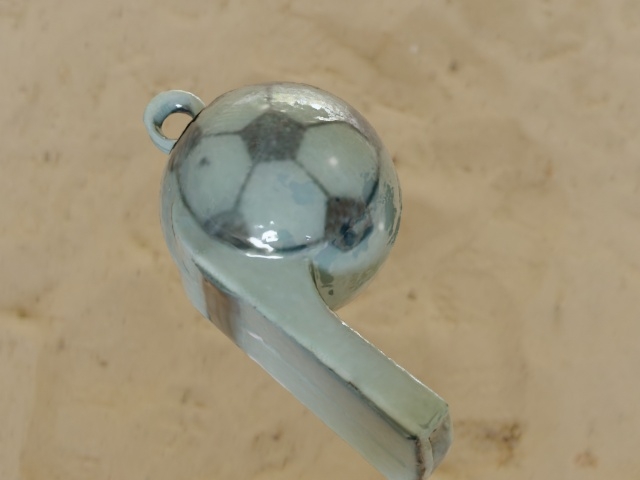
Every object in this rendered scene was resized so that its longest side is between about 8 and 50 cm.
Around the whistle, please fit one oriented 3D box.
[{"bbox_3d":[0.000,0.000,1.103,0.289,0.163,0.163,39,57,17],"label":"whistle"}]
